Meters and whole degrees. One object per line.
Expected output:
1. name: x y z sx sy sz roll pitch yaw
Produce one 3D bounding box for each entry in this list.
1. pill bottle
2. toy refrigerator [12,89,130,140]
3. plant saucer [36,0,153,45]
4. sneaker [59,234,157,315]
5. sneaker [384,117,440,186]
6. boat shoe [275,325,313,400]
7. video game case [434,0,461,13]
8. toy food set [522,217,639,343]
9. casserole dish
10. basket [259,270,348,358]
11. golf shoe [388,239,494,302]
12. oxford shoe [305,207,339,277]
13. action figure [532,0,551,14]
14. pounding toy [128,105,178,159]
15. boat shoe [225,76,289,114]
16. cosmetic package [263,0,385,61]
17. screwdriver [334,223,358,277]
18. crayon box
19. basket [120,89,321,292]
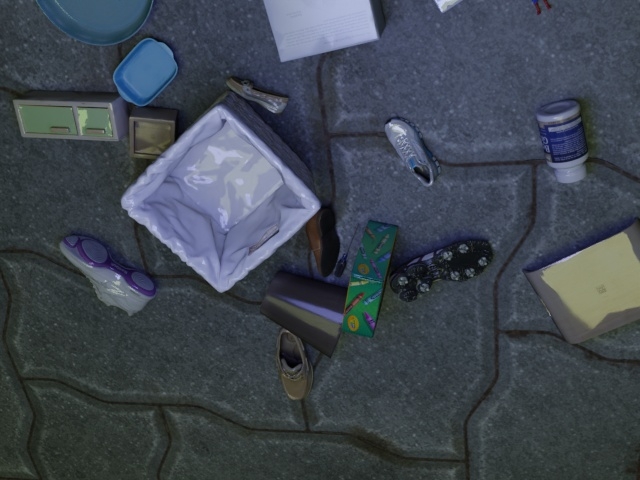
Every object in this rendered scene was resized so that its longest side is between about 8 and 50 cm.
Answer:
1. pill bottle: 0.546 -0.218 1.546 0.094 0.094 0.169 -13 115 19
2. toy refrigerator: -0.629 -0.317 1.756 0.269 0.094 0.102 4 119 10
3. plant saucer: -0.525 -0.614 1.596 0.317 0.044 0.317 6 121 10
4. sneaker: -0.628 0.109 1.983 0.305 0.114 0.152 38 119 -9
5. sneaker: 0.218 -0.206 1.635 0.071 0.083 0.190 -35 105 28
6. boat shoe: -0.083 0.356 2.009 0.109 0.098 0.302 5 120 10
7. video game case: 0.278 -0.606 1.430 0.183 0.023 0.201 -29 109 25
8. toy food set: 0.691 0.103 1.711 0.306 0.092 0.220 -29 97 24
9. casserole dish: -0.422 -0.413 1.689 0.188 0.037 0.114 -37 106 28
10. basket: -0.037 0.185 1.875 0.227 0.154 0.204 23 104 4
11. golf shoe: 0.299 0.057 1.760 0.273 0.120 0.105 -20 108 -2
12. oxford shoe: 0.000 0.000 1.820 0.076 0.076 0.212 21 129 36
13. action figure: 0.442 -0.527 1.436 0.038 0.030 0.115 -23 110 29
14. pounding toy: -0.429 -0.264 1.752 0.130 0.100 0.141 5 123 -6
15. boat shoe: -0.151 -0.355 1.652 0.153 0.056 0.048 28 112 -6
16. cosmetic package: 0.002 -0.525 1.471 0.224 0.138 0.224 -8 115 17
17. screwdriver: 0.072 0.025 1.840 0.024 0.025 0.170 21 113 1
18. crayon box: 0.124 0.088 1.706 0.081 0.278 0.165 12 121 7
19. basket: -0.225 -0.127 1.625 0.328 0.266 0.331 -41 110 13
